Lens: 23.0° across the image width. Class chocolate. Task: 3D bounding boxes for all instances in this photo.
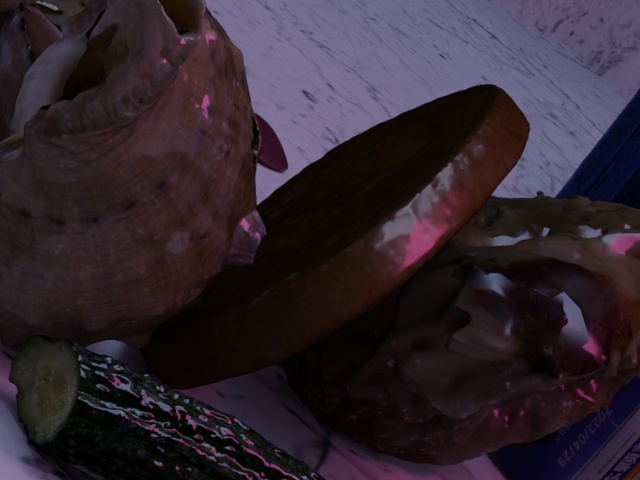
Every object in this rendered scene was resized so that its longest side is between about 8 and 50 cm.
[{"bbox_3d":[-0.221,-0.094,1.317,0.161,0.083,0.261,47,12,-29],"label":"chocolate"}]

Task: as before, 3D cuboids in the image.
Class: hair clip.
[{"bbox_3d":[-0.076,-0.125,1.763,0.054,0.022,0.137,24,21,-43],"label":"hair clip"}]

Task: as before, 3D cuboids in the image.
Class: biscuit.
[{"bbox_3d":[0.001,0.001,1.195,0.063,0.314,0.367,57,42,-12],"label":"biscuit"}]

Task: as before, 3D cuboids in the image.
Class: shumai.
[{"bbox_3d":[0.136,0.038,1.215,0.283,0.346,0.217,90,-12,-72],"label":"shumai"}]

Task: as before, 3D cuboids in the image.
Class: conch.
[{"bbox_3d":[-0.127,-0.069,1.054,0.186,0.324,0.263,17,52,-32],"label":"conch"}]

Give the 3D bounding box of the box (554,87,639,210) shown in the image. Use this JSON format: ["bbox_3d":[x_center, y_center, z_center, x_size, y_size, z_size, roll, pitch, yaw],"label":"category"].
[{"bbox_3d":[0.510,-0.063,2.317,0.279,0.261,0.116,23,20,-36],"label":"box"}]

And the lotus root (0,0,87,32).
[{"bbox_3d":[-0.240,-0.190,1.526,0.204,0.078,0.183,-1,43,-46],"label":"lotus root"}]

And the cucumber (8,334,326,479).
[{"bbox_3d":[-0.076,0.143,1.008,0.265,0.077,0.077,29,19,-23],"label":"cucumber"}]

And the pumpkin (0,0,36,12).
[{"bbox_3d":[-0.347,-0.289,1.422,0.217,0.110,0.217,16,36,-12],"label":"pumpkin"}]

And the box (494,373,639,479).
[{"bbox_3d":[0.320,0.166,1.484,0.299,0.200,0.106,18,27,-47],"label":"box"}]
